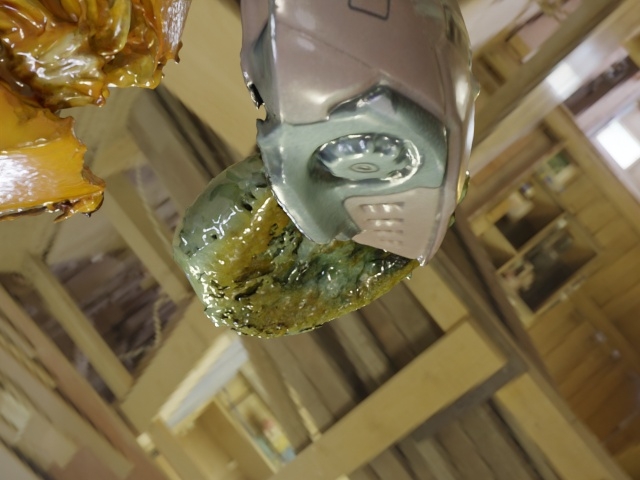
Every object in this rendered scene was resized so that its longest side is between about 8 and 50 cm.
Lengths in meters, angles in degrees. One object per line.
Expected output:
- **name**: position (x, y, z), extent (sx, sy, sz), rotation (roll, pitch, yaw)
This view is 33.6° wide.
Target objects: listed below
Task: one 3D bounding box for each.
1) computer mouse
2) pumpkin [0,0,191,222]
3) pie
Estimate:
- **computer mouse**: position (0.053, -0.087, 0.700), extent (0.115, 0.199, 0.389), rotation (-4, 163, 18)
- **pumpkin**: position (-0.246, -0.161, 0.806), extent (0.225, 0.256, 0.303), rotation (133, -23, -80)
- **pie**: position (0.000, 0.000, 1.218), extent (0.371, 0.078, 0.296), rotation (-10, 142, -30)
